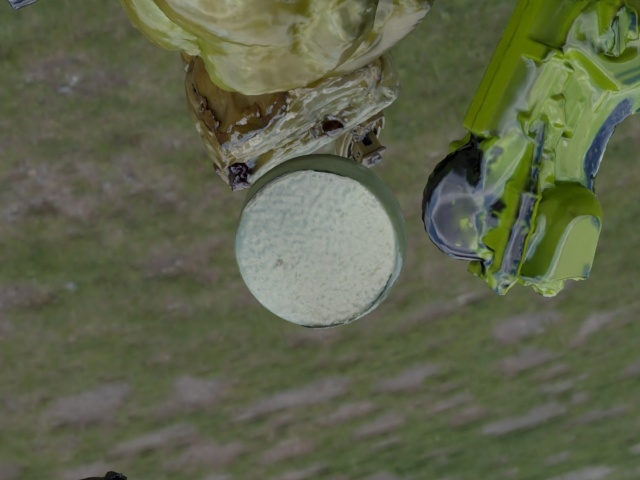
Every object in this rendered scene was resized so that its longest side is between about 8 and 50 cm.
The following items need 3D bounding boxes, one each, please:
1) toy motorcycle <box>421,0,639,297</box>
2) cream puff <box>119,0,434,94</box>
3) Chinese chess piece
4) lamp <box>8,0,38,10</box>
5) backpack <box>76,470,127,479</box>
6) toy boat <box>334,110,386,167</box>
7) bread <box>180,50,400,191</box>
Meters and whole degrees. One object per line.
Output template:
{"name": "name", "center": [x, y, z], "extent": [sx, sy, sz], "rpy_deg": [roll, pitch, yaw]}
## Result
{"name": "toy motorcycle", "center": [0.206, -0.121, 0.995], "extent": [0.206, 0.342, 0.142], "rpy_deg": [19, -171, -19]}
{"name": "cream puff", "center": [0.017, -0.275, 0.973], "extent": [0.275, 0.378, 0.378], "rpy_deg": [19, 169, 22]}
{"name": "Chinese chess piece", "center": [0.000, 0.000, 1.402], "extent": [0.188, 0.188, 0.083], "rpy_deg": [-23, -171, 13]}
{"name": "lamp", "center": [-0.279, -0.408, 1.193], "extent": [0.205, 0.374, 0.272], "rpy_deg": [-24, -170, -4]}
{"name": "backpack", "center": [-0.309, 0.346, 1.555], "extent": [0.165, 0.120, 0.106], "rpy_deg": [-2, 134, -16]}
{"name": "toy boat", "center": [0.065, -0.143, 1.951], "extent": [0.064, 0.072, 0.206], "rpy_deg": [-26, 163, -14]}
{"name": "bread", "center": [-0.070, -0.244, 1.636], "extent": [0.277, 0.324, 0.167], "rpy_deg": [-31, 134, 17]}
